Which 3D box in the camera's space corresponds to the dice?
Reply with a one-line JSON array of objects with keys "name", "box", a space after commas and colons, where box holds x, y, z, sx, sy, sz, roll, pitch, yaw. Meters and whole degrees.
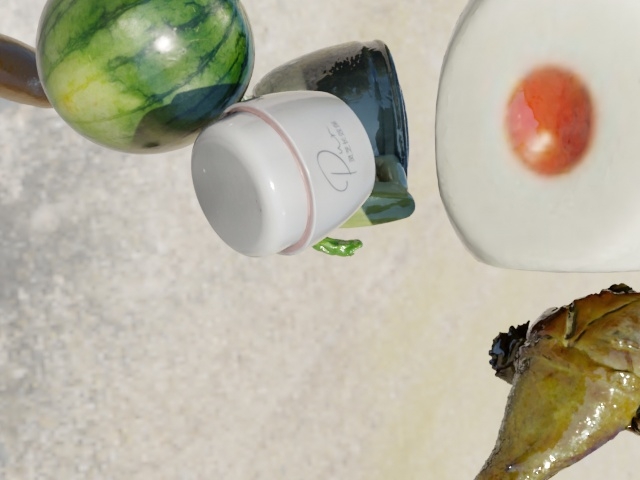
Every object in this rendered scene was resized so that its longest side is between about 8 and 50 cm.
[{"name": "dice", "box": [0.303, -0.129, 1.500, 0.304, 0.277, 0.304, -9, 98, -57]}]

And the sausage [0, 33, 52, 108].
[{"name": "sausage", "box": [-0.452, -0.249, 2.064, 0.238, 0.098, 0.098, 20, 65, -60]}]

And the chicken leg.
[{"name": "chicken leg", "box": [0.240, 0.171, 1.512, 0.211, 0.361, 0.140, 41, -15, 55]}]

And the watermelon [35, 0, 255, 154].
[{"name": "watermelon", "box": [-0.141, -0.173, 1.233, 0.188, 0.215, 0.188, 58, 9, -14]}]

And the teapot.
[{"name": "teapot", "box": [-0.003, -0.104, 1.876, 0.239, 0.239, 0.321, 92, -12, -58]}]

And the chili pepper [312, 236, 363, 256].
[{"name": "chili pepper", "box": [0.000, 0.001, 1.479, 0.091, 0.034, 0.030, 17, 40, -27]}]

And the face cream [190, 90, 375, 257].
[{"name": "face cream", "box": [-0.027, -0.050, 1.027, 0.104, 0.117, 0.117, -26, 110, -32]}]
